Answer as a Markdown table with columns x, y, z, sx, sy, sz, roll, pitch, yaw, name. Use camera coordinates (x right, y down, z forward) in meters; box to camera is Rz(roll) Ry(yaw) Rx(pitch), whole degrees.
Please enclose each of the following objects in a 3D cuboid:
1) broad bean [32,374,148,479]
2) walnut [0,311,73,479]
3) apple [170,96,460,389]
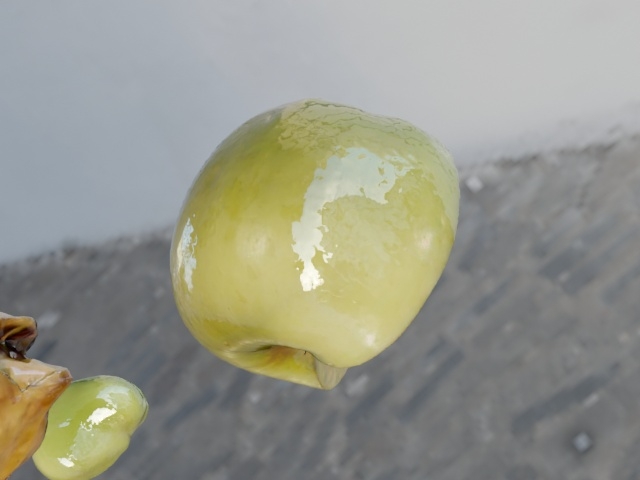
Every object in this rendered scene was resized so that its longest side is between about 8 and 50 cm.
| x | y | z | sx | sy | sz | roll | pitch | yaw | name |
| --- | --- | --- | --- | --- | --- | --- | --- | --- | --- |
| -0.151 | 0.119 | 1.245 | 0.083 | 0.063 | 0.045 | -39 | -10 | -10 | broad bean |
| -0.246 | 0.098 | 1.028 | 0.245 | 0.137 | 0.137 | -13 | 34 | 5 | walnut |
| -0.020 | -0.004 | 1.852 | 0.295 | 0.233 | 0.258 | 147 | 138 | -69 | apple |
